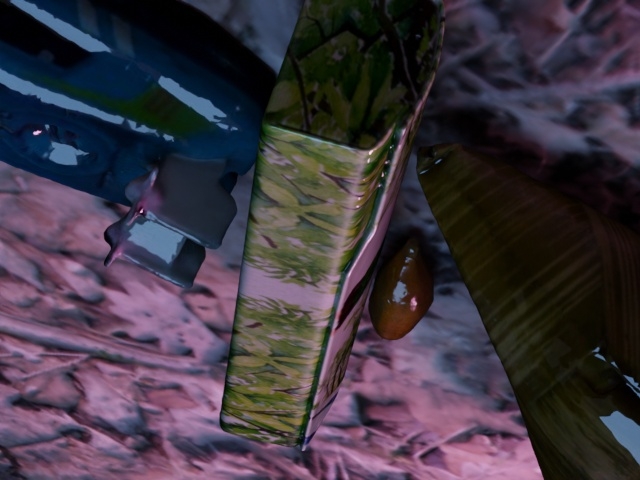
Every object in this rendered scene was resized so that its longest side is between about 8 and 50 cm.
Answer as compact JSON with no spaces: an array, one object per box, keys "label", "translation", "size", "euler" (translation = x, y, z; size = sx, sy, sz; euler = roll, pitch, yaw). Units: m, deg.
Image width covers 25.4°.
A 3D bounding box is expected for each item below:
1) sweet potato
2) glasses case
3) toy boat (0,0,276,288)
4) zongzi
[{"label":"sweet potato","translation":[0.042,0.031,0.751],"size":[0.034,0.034,0.095],"euler":[17,149,7]},{"label":"glasses case","translation":[0.000,0.000,0.675],"size":[0.062,0.095,0.272],"euler":[15,147,2]},{"label":"toy boat","translation":[-0.172,-0.084,0.661],"size":[0.299,0.092,0.134],"euler":[26,150,-8]},{"label":"zongzi","translation":[0.136,0.091,0.716],"size":[0.288,0.134,0.286],"euler":[35,151,4]}]
